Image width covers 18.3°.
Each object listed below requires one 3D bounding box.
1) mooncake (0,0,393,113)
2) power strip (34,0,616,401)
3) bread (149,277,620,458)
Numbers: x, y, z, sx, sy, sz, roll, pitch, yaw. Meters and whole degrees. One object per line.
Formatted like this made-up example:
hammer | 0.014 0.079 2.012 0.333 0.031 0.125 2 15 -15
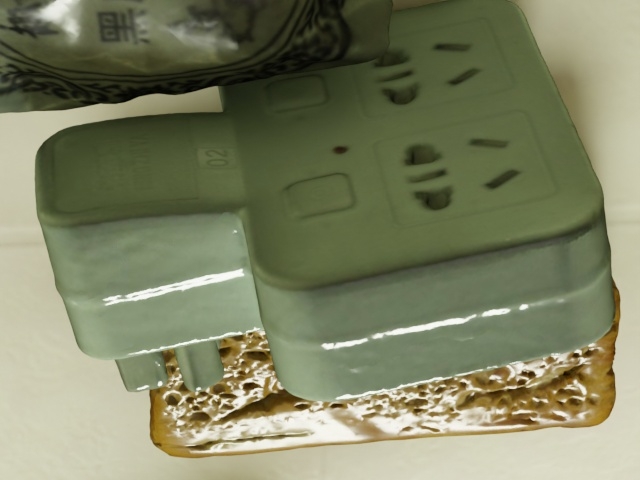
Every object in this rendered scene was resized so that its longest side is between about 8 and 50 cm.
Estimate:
mooncake | -0.081 -0.181 0.928 0.250 0.136 0.254 -5 122 0
power strip | 0.000 0.000 0.996 0.261 0.229 0.141 -12 124 -1
bread | 0.034 0.062 1.132 0.271 0.077 0.139 -5 127 -3
